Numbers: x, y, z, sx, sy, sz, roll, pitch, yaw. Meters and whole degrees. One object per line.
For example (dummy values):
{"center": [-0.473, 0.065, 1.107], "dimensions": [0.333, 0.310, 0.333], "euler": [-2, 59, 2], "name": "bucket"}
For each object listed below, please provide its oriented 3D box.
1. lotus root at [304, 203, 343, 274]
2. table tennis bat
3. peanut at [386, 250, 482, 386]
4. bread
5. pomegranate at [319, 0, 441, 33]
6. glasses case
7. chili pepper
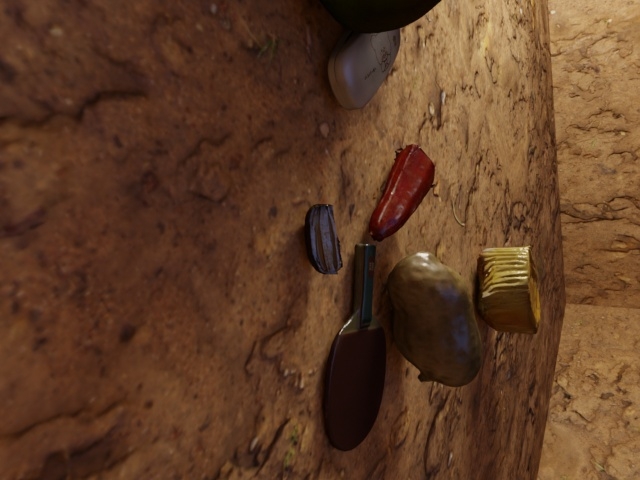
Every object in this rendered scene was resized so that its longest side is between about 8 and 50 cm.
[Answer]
{"center": [-0.001, 0.000, 0.505], "dimensions": [0.037, 0.030, 0.083], "euler": [-12, 99, -23], "name": "lotus root"}
{"center": [0.053, 0.141, 0.593], "dimensions": [0.154, 0.021, 0.274], "euler": [6, 87, -55], "name": "table tennis bat"}
{"center": [0.169, 0.121, 0.673], "dimensions": [0.129, 0.129, 0.224], "euler": [-31, 106, -51], "name": "peanut"}
{"center": [0.462, 0.125, 1.082], "dimensions": [0.250, 0.133, 0.179], "euler": [48, 51, -45], "name": "bread"}
{"center": [0.057, -0.326, 0.489], "dimensions": [0.179, 0.210, 0.179], "euler": [-8, 108, -26], "name": "pomegranate"}
{"center": [0.061, -0.246, 0.574], "dimensions": [0.074, 0.049, 0.193], "euler": [58, 45, -37], "name": "glasses case"}
{"center": [0.112, -0.058, 0.644], "dimensions": [0.169, 0.065, 0.088], "euler": [-57, 133, -33], "name": "chili pepper"}
